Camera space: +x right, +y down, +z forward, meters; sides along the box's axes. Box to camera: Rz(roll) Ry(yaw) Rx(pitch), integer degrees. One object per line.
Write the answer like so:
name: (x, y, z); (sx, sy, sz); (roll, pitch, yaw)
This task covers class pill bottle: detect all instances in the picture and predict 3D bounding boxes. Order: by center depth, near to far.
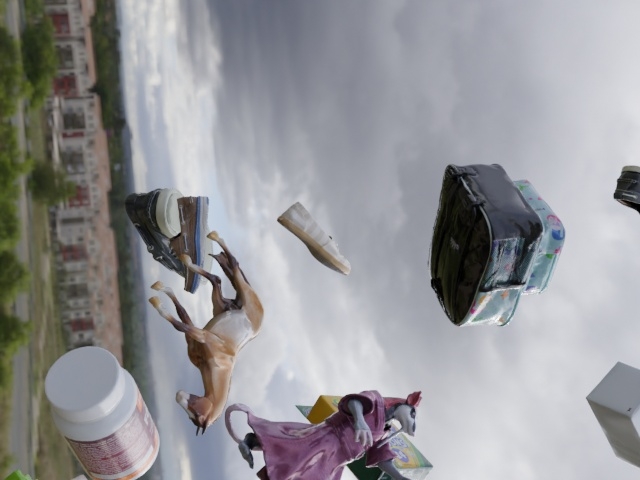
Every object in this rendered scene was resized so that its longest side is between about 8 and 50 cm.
pill bottle: (-0.573, 0.463, 2.180); (0.392, 0.224, 0.224); (84, -8, -49)

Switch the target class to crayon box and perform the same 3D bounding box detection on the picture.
crayon box: (0.107, 0.493, 2.093); (0.323, 0.203, 0.083); (41, -72, 41)

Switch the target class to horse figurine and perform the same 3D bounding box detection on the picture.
horse figurine: (-0.135, 0.098, 1.063); (0.174, 0.066, 0.263); (57, 27, -15)

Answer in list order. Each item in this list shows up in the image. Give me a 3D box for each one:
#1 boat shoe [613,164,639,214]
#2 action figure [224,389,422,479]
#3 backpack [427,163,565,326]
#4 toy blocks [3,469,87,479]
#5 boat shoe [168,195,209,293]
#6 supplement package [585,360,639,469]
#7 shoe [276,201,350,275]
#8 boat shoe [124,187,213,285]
boat shoe: (0.656, -0.054, 1.608); (0.084, 0.233, 0.079); (-8, -127, 61)
action figure: (0.040, 0.393, 1.627); (0.276, 0.370, 0.248); (38, -29, 52)
backpack: (0.281, 0.017, 1.395); (0.225, 0.191, 0.253); (-110, -152, -54)
toy blocks: (-0.328, 0.508, 1.282); (0.381, 0.191, 0.261); (52, 9, 9)
boat shoe: (-0.245, 0.007, 1.525); (0.066, 0.066, 0.183); (-149, -116, -81)
supplement package: (0.593, 0.334, 1.541); (0.105, 0.105, 0.179); (22, -31, 57)
shoe: (0.000, 0.000, 1.724); (0.076, 0.219, 0.058); (20, -108, 53)
boat shoe: (-0.313, -0.004, 1.716); (0.340, 0.113, 0.127); (65, 31, -67)
